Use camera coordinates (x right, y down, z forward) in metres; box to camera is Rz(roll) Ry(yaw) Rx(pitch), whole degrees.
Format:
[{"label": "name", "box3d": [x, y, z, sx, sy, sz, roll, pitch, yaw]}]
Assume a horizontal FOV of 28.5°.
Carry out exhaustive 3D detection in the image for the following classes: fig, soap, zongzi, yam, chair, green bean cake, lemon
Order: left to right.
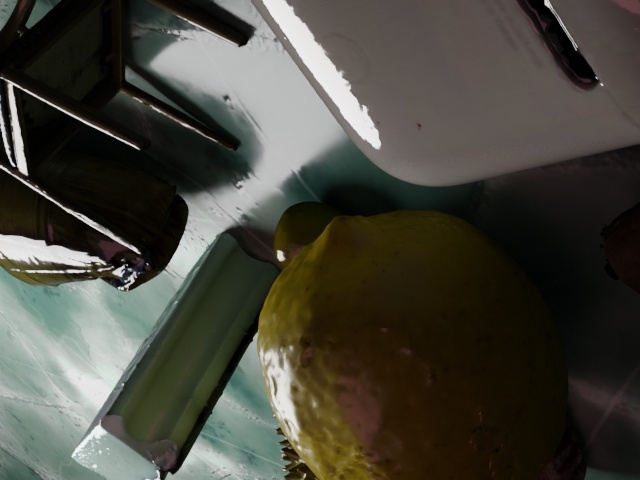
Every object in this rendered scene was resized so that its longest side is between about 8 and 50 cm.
[{"label": "chair", "box3d": [-0.226, -0.145, 1.136, 0.272, 0.188, 0.166, 28, 144, 13]}, {"label": "zongzi", "box3d": [-0.256, 0.008, 1.409, 0.286, 0.138, 0.300, 15, 154, 21]}, {"label": "soap", "box3d": [-0.148, 0.125, 1.310, 0.094, 0.261, 0.150, 36, 147, -11]}, {"label": "fig", "box3d": [0.000, 0.000, 1.184, 0.088, 0.074, 0.074, 1, 132, 23]}, {"label": "lemon", "box3d": [0.081, 0.112, 1.071, 0.253, 0.253, 0.310, -9, 122, 49]}, {"label": "green bean cake", "box3d": [0.186, 0.191, 1.237, 0.136, 0.056, 0.135, 6, 133, 40]}, {"label": "yam", "box3d": [0.269, -0.012, 0.900, 0.084, 0.084, 0.127, 41, 145, -1]}]

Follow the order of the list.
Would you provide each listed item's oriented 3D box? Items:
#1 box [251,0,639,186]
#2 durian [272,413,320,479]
[{"label": "box", "box3d": [0.105, -0.175, 0.811, 0.349, 0.141, 0.288, -12, 120, 50]}, {"label": "durian", "box3d": [0.036, 0.196, 1.290, 0.306, 0.166, 0.172, 32, 128, 48]}]
